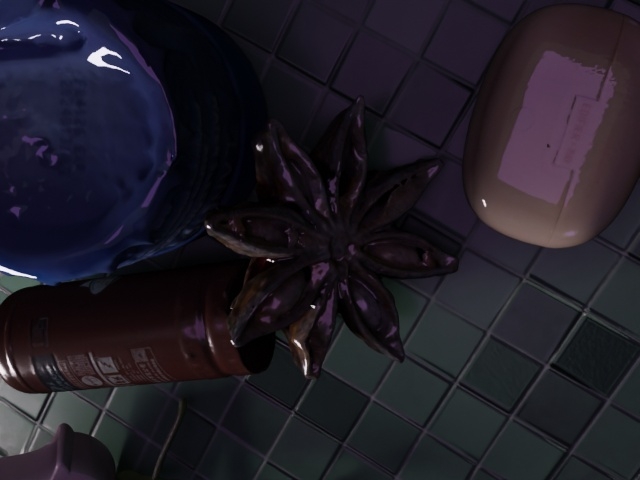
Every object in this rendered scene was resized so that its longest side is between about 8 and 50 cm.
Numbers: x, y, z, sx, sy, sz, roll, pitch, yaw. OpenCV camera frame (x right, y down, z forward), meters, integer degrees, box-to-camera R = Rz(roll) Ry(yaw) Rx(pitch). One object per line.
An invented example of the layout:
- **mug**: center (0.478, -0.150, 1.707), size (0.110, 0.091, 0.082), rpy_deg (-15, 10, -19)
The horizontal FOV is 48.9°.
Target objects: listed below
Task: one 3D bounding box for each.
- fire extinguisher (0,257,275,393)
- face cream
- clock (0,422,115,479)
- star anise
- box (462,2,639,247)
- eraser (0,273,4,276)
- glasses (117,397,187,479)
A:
- **fire extinguisher**: center (-0.224, 0.089, 0.708), size (0.337, 0.135, 0.114), rpy_deg (-8, 62, 16)
- **face cream**: center (-0.195, -0.097, 0.620), size (0.249, 0.225, 0.249), rpy_deg (3, 101, 15)
- **clock**: center (-0.328, 0.366, 0.772), size (0.275, 0.080, 0.290), rpy_deg (-25, 114, -8)
- **star anise**: center (-0.001, 0.001, 0.632), size (0.223, 0.109, 0.236), rpy_deg (37, 78, -26)
- **box**: center (0.200, -0.094, 0.590), size (0.146, 0.088, 0.200), rpy_deg (16, 104, 10)
- **eraser**: center (-0.404, 0.009, 0.780), size (0.225, 0.052, 0.095), rpy_deg (-23, 92, 16)
- **glasses**: center (-0.123, 0.285, 0.757), size (0.239, 0.102, 0.207), rpy_deg (-35, 62, 18)
